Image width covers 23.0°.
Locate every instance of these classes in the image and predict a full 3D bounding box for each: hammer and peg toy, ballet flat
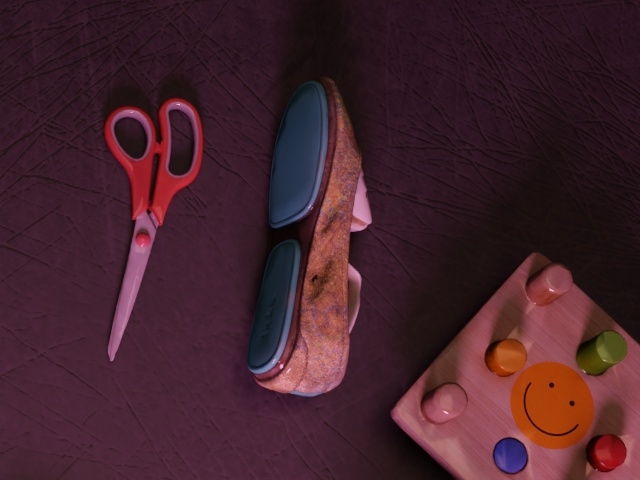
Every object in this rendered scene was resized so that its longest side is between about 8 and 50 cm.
[{"bbox_3d":[0.278,0.220,1.667,0.361,0.127,0.266,44,69,2],"label":"hammer and peg toy"},{"bbox_3d":[0.000,0.000,1.685,0.123,0.123,0.348,11,71,-10],"label":"ballet flat"}]

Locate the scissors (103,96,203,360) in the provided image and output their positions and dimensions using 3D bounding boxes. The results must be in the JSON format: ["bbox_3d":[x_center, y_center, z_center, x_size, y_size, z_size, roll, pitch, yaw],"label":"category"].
[{"bbox_3d":[-0.177,-0.016,1.684,0.109,0.021,0.297,2,71,-15],"label":"scissors"}]
